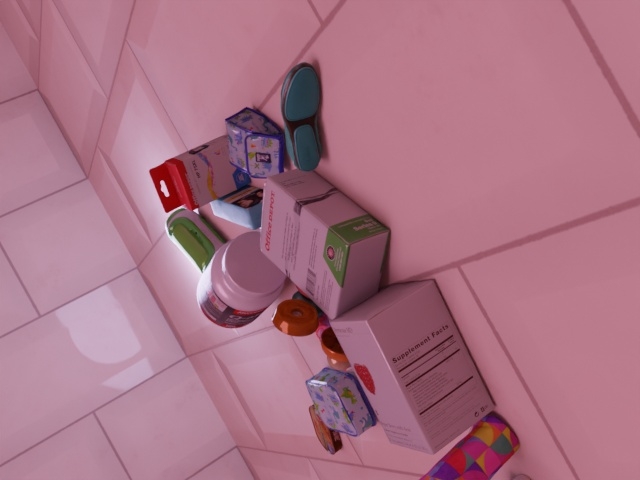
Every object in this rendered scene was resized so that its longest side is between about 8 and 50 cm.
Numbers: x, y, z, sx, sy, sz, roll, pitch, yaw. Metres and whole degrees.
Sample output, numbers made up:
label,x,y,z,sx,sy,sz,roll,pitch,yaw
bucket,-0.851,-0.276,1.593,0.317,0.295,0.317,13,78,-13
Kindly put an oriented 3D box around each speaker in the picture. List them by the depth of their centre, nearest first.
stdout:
label,x,y,z,sx,sy,sz,roll,pitch,yaw
speaker,-0.379,0.019,2.384,0.296,0.131,0.131,44,150,33

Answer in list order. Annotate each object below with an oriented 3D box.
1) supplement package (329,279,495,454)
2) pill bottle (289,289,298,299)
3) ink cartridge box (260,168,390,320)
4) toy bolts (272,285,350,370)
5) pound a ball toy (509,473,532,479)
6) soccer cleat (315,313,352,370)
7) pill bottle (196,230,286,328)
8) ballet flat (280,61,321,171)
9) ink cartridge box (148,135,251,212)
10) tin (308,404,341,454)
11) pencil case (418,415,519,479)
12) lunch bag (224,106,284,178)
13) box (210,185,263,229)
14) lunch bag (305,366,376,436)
label,x,y,z,sx,sy,sz,roll,pitch,yaw
supplement package,0.181,0.249,1.498,0.293,0.175,0.177,63,156,-4
pill bottle,-0.025,0.186,1.952,0.120,0.067,0.067,41,149,37
ink cartridge box,0.000,0.000,1.609,0.289,0.121,0.211,42,137,37
toy bolts,-0.023,0.187,1.668,0.228,0.218,0.159,-120,34,-50
pound a ball toy,0.296,0.618,1.498,0.136,0.319,0.208,51,154,20
soccer cleat,0.018,0.184,1.809,0.318,0.116,0.109,45,151,31
pill bottle,-0.217,0.111,2.069,0.210,0.210,0.363,58,156,6
ballet flat,-0.047,-0.258,1.517,0.087,0.083,0.247,-125,23,-47
ink cartridge box,-0.311,-0.168,1.928,0.078,0.231,0.134,21,134,55
tin,0.016,0.591,2.343,0.106,0.040,0.190,23,136,47
pencil case,0.284,0.443,1.454,0.104,0.236,0.104,37,150,26
lunch bag,-0.145,-0.219,1.734,0.151,0.096,0.129,28,140,27
box,-0.197,-0.093,1.945,0.244,0.100,0.060,19,132,55
lunch bag,0.055,0.448,2.051,0.176,0.090,0.219,65,155,-6
